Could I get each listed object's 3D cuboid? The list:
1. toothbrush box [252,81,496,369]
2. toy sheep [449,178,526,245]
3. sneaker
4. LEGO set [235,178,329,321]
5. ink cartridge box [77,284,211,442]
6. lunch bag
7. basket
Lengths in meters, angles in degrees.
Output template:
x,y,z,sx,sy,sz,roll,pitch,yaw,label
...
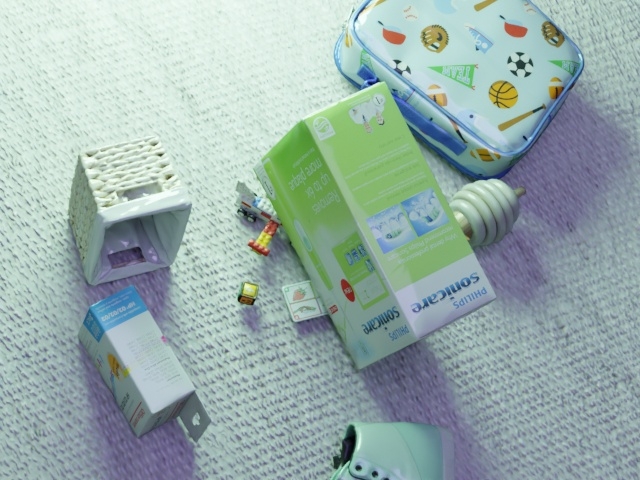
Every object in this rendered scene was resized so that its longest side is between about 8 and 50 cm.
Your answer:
x,y,z,sx,sy,sz,roll,pitch,yaw,label
0.059,-0.013,2.053,0.122,0.206,0.283,-27,87,-22,toothbrush box
0.206,-0.035,2.207,0.132,0.091,0.091,-35,81,-25,toy sheep
0.079,0.327,2.017,0.151,0.094,0.256,9,56,-18,sneaker
0.000,0.000,2.154,0.244,0.060,0.182,-13,69,-20,LEGO set
-0.202,0.155,2.004,0.061,0.104,0.181,-27,77,-23,ink cartridge box
0.171,-0.234,2.268,0.303,0.115,0.243,38,66,1,lunch bag
-0.227,-0.036,2.045,0.113,0.167,0.103,-14,68,-20,basket
